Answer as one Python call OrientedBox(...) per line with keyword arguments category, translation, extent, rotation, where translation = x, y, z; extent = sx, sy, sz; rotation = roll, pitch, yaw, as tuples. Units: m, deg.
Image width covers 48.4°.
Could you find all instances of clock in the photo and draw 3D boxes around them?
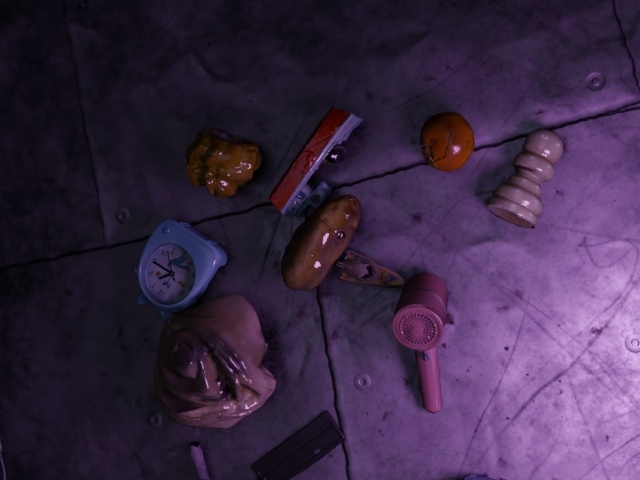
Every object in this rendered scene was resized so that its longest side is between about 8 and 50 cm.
OrientedBox(category="clock", translation=(-0.419, 0.092, 2.051), extent=(0.223, 0.094, 0.274), rotation=(34, 97, 16))

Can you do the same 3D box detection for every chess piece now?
OrientedBox(category="chess piece", translation=(0.526, -0.165, 1.789), extent=(0.133, 0.133, 0.243), rotation=(26, 86, 16))

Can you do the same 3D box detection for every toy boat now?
OrientedBox(category="toy boat", translation=(0.139, 0.086, 1.882), extent=(0.210, 0.066, 0.085), rotation=(15, 86, 36))
OrientedBox(category="toy boat", translation=(0.000, -0.206, 1.932), extent=(0.133, 0.145, 0.332), rotation=(34, 98, -8))

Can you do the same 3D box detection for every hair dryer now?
OrientedBox(category="hair dryer", translation=(0.268, 0.278, 1.814), extent=(0.125, 0.210, 0.353), rotation=(-3, 110, 15))

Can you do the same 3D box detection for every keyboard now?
OrientedBox(category="keyboard", translation=(-0.023, 0.546, 1.935), extent=(0.381, 0.041, 0.103), rotation=(-39, 77, 17))

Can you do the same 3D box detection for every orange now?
OrientedBox(category="orange", translation=(0.331, -0.255, 1.846), extent=(0.156, 0.134, 0.157), rotation=(-5, 85, 58))

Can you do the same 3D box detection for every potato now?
OrientedBox(category="potato", translation=(0.000, 0.000, 1.883), extent=(0.141, 0.191, 0.296), rotation=(38, 97, 2))

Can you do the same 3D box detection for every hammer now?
OrientedBox(category="hammer", translation=(-0.286, 0.764, 1.963), extent=(0.044, 0.152, 0.427), rotation=(-28, 68, 17))

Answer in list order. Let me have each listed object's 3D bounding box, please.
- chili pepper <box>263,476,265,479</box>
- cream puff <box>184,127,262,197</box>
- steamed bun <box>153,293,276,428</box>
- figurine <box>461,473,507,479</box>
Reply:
OrientedBox(category="chili pepper", translation=(-0.209, 0.703, 1.964), extent=(0.153, 0.050, 0.041), rotation=(-39, 74, 20))
OrientedBox(category="cream puff", translation=(-0.281, -0.211, 1.995), extent=(0.220, 0.194, 0.195), rotation=(19, 91, 21))
OrientedBox(category="steamed bun", translation=(-0.298, 0.337, 1.917), extent=(0.352, 0.247, 0.339), rotation=(-29, 80, 8))
OrientedBox(category="figurine", translation=(0.367, 0.784, 1.697), extent=(0.248, 0.276, 0.388), rotation=(12, 94, -27))
